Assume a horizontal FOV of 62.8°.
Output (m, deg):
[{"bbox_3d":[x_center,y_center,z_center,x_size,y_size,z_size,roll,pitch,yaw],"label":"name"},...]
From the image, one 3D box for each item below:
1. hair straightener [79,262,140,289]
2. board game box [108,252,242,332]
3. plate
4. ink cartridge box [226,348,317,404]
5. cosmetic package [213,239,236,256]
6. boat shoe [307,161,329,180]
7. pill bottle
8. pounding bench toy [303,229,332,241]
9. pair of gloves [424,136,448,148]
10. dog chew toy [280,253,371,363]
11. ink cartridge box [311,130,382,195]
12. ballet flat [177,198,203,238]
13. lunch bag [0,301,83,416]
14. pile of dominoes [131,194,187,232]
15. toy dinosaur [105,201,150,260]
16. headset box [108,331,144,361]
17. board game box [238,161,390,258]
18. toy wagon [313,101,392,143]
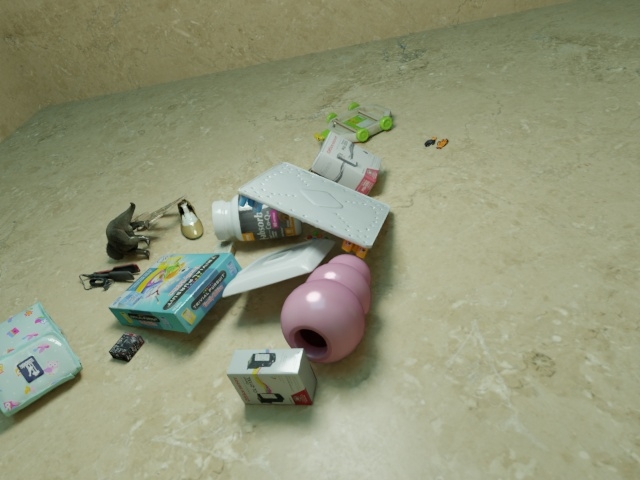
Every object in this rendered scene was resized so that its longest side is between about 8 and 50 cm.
[{"bbox_3d":[-0.728,0.126,1.776,0.231,0.047,0.089,-4,38,17],"label":"hair straightener"},{"bbox_3d":[-0.431,0.144,1.552,0.336,0.079,0.253,-3,37,39],"label":"board game box"},{"bbox_3d":[-0.116,0.064,1.493,0.278,0.045,0.278,-18,10,20],"label":"plate"},{"bbox_3d":[-0.111,0.318,1.218,0.175,0.127,0.072,-5,40,17],"label":"ink cartridge box"},{"bbox_3d":[-0.317,0.052,1.719,0.060,0.041,0.115,-7,37,11],"label":"cosmetic package"},{"bbox_3d":[0.020,-0.226,1.894,0.105,0.110,0.307,-6,38,16],"label":"boat shoe"},{"bbox_3d":[-0.204,-0.081,1.723,0.279,0.162,0.162,-7,37,0],"label":"pill bottle"},{"bbox_3d":[0.000,0.000,1.643,0.083,0.065,0.052,-34,39,-22],"label":"pounding bench toy"},{"bbox_3d":[0.444,-0.377,2.012,0.083,0.010,0.074,16,47,37],"label":"pair of gloves"},{"bbox_3d":[0.035,0.151,1.330,0.207,0.206,0.331,2,33,23],"label":"dog chew toy"},{"bbox_3d":[0.094,-0.268,1.843,0.218,0.092,0.158,27,42,-6],"label":"ink cartridge box"},{"bbox_3d":[-0.493,-0.085,1.941,0.080,0.073,0.232,-24,37,-13],"label":"ballet flat"},{"bbox_3d":[-0.810,0.331,1.452,0.223,0.160,0.262,-33,50,-26],"label":"lunch bag"},{"bbox_3d":[-0.639,-0.096,1.954,0.251,0.040,0.196,-21,21,36],"label":"pile of dominoes"},{"bbox_3d":[-0.673,-0.012,1.808,0.161,0.313,0.120,1,61,-14],"label":"toy dinosaur"},{"bbox_3d":[-0.549,0.299,1.492,0.062,0.032,0.083,5,40,25],"label":"headset box"},{"bbox_3d":[-0.003,-0.105,1.564,0.390,0.050,0.390,23,24,7],"label":"board game box"},{"bbox_3d":[0.129,-0.487,2.233,0.345,0.068,0.267,-29,38,-15],"label":"toy wagon"}]
